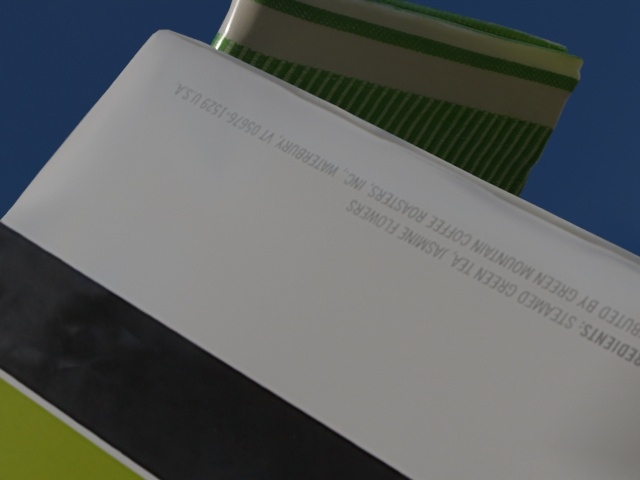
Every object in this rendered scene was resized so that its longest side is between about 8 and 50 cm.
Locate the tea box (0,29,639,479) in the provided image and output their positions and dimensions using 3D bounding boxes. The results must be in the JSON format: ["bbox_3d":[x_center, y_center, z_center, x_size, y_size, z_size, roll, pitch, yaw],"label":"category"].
[{"bbox_3d":[-0.016,0.173,0.521,0.323,0.220,0.329,-53,-30,-13],"label":"tea box"}]

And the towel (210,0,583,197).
[{"bbox_3d":[0.000,0.000,0.986,0.248,0.038,0.325,10,-64,-30],"label":"towel"}]
